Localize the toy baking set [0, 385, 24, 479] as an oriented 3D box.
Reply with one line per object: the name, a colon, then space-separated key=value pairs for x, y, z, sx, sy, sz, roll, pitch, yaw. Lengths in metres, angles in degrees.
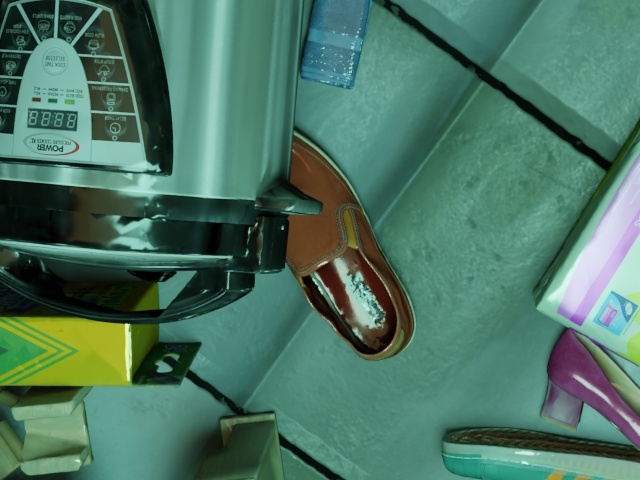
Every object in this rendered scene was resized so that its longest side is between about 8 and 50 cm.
toy baking set: x=-0.474 y=0.230 z=1.933 sx=0.256 sy=0.030 sz=0.196 roll=26 pitch=69 yaw=13

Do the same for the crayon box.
crayon box: x=-0.308 y=0.104 z=1.862 sx=0.323 sy=0.203 sz=0.083 roll=1 pitch=100 yaw=3

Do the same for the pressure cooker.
pressure cooker: x=-0.201 y=-0.122 z=1.710 sx=0.376 sy=0.370 sz=0.420 roll=4 pitch=93 yaw=-28

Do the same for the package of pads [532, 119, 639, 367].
package of pads: x=0.415 y=0.005 z=1.849 sx=0.229 sy=0.101 sz=0.296 roll=29 pitch=101 yaw=-2

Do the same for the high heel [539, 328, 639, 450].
high heel: x=0.383 y=0.184 z=1.896 sx=0.244 sy=0.082 sz=0.117 roll=17 pitch=110 yaw=13

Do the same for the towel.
towel: x=0.018 y=-0.238 z=1.866 sx=0.067 sy=0.029 sz=0.119 roll=13 pitch=102 yaw=1

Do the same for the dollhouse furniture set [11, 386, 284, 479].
dollhouse furniture set: x=-0.246 y=0.329 z=1.870 sx=0.394 sy=0.256 sz=0.362 roll=-7 pitch=98 yaw=5

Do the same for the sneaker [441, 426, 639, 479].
sneaker: x=0.286 y=0.298 z=1.908 sx=0.302 sy=0.108 sz=0.121 roll=9 pitch=97 yaw=1

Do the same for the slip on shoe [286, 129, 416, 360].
slip on shoe: x=0.000 y=0.000 z=1.875 sx=0.123 sy=0.101 sz=0.331 roll=-32 pitch=95 yaw=10
